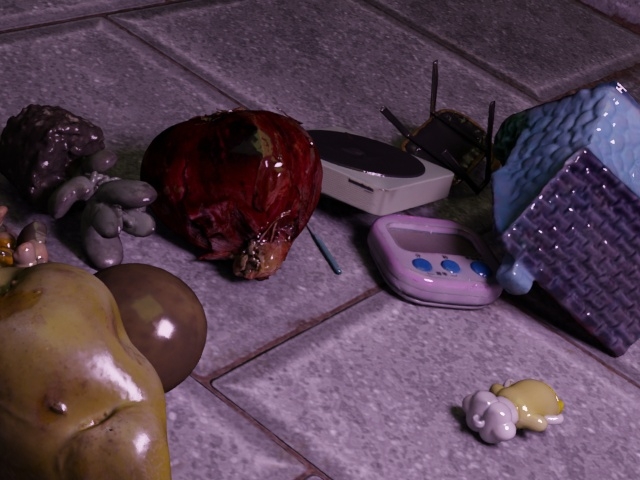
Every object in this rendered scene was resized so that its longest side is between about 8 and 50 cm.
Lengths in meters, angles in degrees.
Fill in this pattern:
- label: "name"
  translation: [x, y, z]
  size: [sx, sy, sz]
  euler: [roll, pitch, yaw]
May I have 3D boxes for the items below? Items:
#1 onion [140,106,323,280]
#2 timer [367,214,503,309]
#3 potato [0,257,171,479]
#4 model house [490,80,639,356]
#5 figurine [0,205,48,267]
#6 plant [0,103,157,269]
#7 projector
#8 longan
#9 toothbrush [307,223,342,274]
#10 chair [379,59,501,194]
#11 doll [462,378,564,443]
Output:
- label: "onion"
  translation: [-0.136, -0.089, 1.904]
  size: [0.281, 0.281, 0.221]
  euler: [23, -13, 5]
- label: "timer"
  translation: [0.183, 0.034, 2.030]
  size: [0.209, 0.069, 0.190]
  euler: [5, 33, -23]
- label: "potato"
  translation: [-0.282, 0.175, 1.378]
  size: [0.351, 0.218, 0.202]
  euler: [55, 0, 16]
- label: "model house"
  translation: [0.421, 0.005, 2.052]
  size: [0.360, 0.297, 0.339]
  euler: [43, 59, -23]
- label: "figurine"
  translation: [-0.452, 0.028, 1.568]
  size: [0.192, 0.167, 0.257]
  euler: [28, 6, 38]
- label: "plant"
  translation: [-0.344, -0.085, 1.827]
  size: [0.149, 0.146, 0.274]
  euler: [-11, 42, -46]
- label: "projector"
  translation: [0.059, -0.116, 2.166]
  size: [0.257, 0.079, 0.259]
  euler: [25, 22, 27]
- label: "longan"
  translation: [-0.241, 0.113, 1.559]
  size: [0.204, 0.159, 0.185]
  euler: [2, 37, -3]
- label: "toothbrush"
  translation: [0.000, 0.000, 2.028]
  size: [0.011, 0.014, 0.167]
  euler: [11, 30, -33]
- label: "chair"
  translation: [0.240, -0.183, 2.335]
  size: [0.172, 0.247, 0.159]
  euler: [-42, 59, -13]
- label: "doll"
  translation: [0.265, 0.233, 1.762]
  size: [0.162, 0.062, 0.106]
  euler: [-8, 31, -41]
